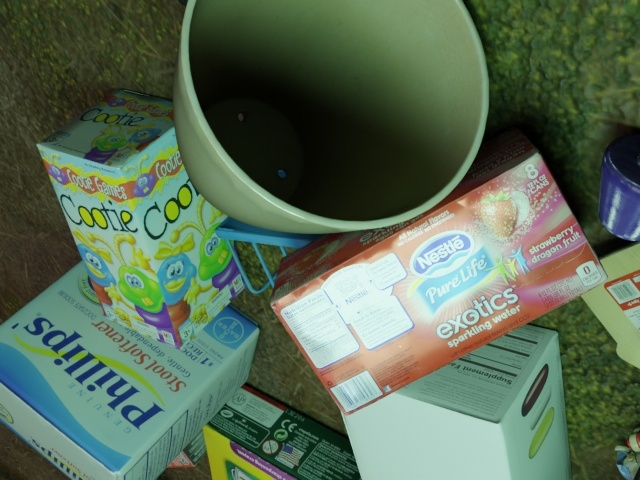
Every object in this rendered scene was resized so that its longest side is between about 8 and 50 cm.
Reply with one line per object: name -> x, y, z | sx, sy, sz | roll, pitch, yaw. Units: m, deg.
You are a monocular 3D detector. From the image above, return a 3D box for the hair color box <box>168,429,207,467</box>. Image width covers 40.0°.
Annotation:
hair color box -> -0.242, 0.335, 1.492 | 0.167, 0.093, 0.053 | -17, 112, 48

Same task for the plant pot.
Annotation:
plant pot -> -0.028, -0.111, 0.800 | 0.256, 0.256, 0.274 | 49, 158, -6

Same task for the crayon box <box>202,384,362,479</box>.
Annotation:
crayon box -> 0.005, 0.418, 1.335 | 0.363, 0.106, 0.313 | 23, 139, 26

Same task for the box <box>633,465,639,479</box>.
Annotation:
box -> 0.333, 0.257, 0.742 | 0.060, 0.270, 0.216 | 45, 147, -3

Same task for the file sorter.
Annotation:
file sorter -> 0.000, 0.000, 0.948 | 0.170, 0.118, 0.104 | 6, 132, 39

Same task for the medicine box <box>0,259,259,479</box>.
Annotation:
medicine box -> -0.277, 0.174, 1.215 | 0.264, 0.289, 0.149 | 34, 141, 13

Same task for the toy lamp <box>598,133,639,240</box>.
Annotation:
toy lamp -> 0.268, -0.111, 0.636 | 0.080, 0.080, 0.274 | 29, 137, 19

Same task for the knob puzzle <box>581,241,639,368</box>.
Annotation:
knob puzzle -> 0.341, 0.066, 0.763 | 0.213, 0.030, 0.213 | 19, 133, 22

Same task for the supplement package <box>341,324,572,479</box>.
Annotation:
supplement package -> 0.154, 0.220, 0.984 | 0.204, 0.145, 0.261 | 12, 132, 35

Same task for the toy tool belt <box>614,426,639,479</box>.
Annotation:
toy tool belt -> 0.329, 0.236, 0.917 | 0.051, 0.052, 0.083 | -23, 108, 42

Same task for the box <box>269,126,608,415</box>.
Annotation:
box -> 0.098, 0.024, 0.774 | 0.257, 0.122, 0.128 | -30, 105, 11

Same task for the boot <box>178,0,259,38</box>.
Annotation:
boot -> -0.120, -0.318, 0.778 | 0.247, 0.094, 0.207 | 35, 145, 2

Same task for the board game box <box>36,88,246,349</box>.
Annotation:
board game box -> -0.213, -0.025, 1.094 | 0.144, 0.142, 0.275 | 17, 134, 31
